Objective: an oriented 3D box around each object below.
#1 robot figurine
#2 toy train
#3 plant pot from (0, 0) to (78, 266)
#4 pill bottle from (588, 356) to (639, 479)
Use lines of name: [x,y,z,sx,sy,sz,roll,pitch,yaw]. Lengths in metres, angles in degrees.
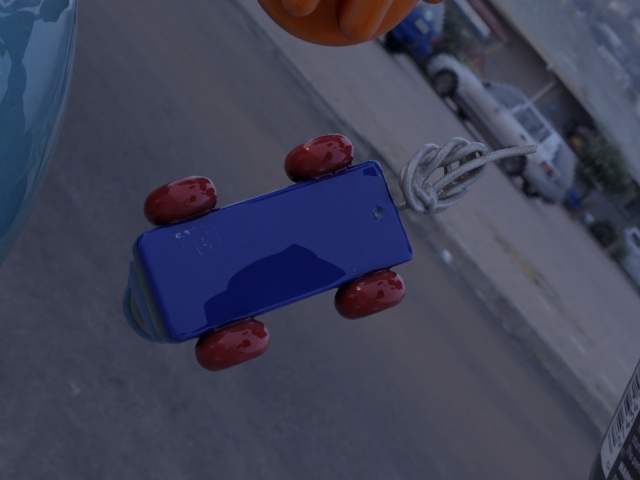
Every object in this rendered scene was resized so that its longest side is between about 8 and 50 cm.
robot figurine: [0.007,-0.218,0.818,0.219,0.158,0.128,-98,176,-58]
toy train: [0.000,0.000,0.722,0.105,0.248,0.143,70,-22,3]
plant pot: [-0.278,-0.040,0.648,0.290,0.290,0.195,-76,168,-75]
pill bottle: [0.193,0.017,0.400,0.130,0.246,0.130,13,28,-7]
